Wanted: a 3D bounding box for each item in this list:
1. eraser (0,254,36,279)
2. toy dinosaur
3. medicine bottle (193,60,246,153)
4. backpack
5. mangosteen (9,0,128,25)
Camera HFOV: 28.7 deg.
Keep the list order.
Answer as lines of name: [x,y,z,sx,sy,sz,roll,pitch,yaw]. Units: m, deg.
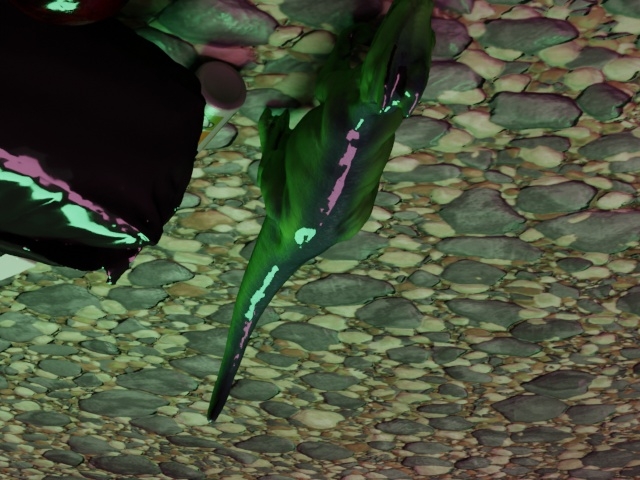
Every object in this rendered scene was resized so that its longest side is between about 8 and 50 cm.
eraser: [-0.485,-0.041,1.527,0.078,0.076,0.298,-20,147,37]
toy dinosaur: [0.000,0.000,1.243,0.144,0.500,0.374,16,-174,-12]
medicine bottle: [-0.166,-0.128,1.376,0.092,0.061,0.221,35,144,-12]
backpack: [-0.343,-0.089,1.228,0.363,0.254,0.446,27,160,-29]
mangosteen: [-0.188,-0.254,1.008,0.172,0.172,0.184,-25,163,41]
